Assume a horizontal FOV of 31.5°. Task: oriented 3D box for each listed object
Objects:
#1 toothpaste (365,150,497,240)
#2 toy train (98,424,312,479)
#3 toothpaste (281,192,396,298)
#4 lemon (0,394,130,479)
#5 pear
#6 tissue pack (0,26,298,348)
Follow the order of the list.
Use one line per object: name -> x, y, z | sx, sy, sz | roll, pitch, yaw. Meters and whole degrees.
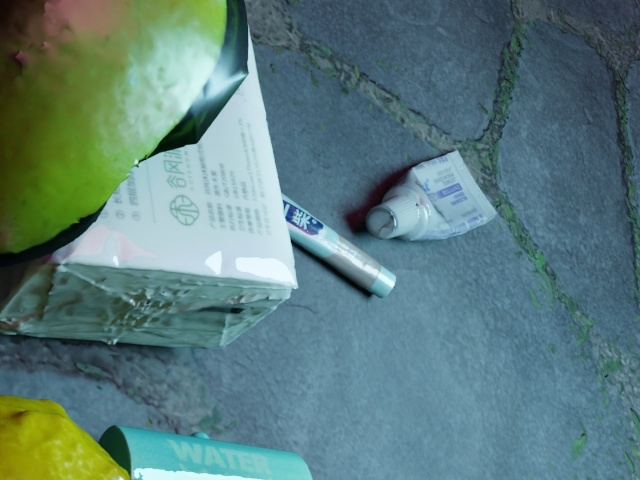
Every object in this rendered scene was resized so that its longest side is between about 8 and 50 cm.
toothpaste -> 0.145, -0.048, 1.477 | 0.282, 0.068, 0.099 | -22, 109, -54
toy train -> -0.101, 0.246, 1.046 | 0.248, 0.101, 0.159 | 18, 39, -35
toothpaste -> 0.000, 0.000, 1.326 | 0.205, 0.036, 0.056 | 35, 45, -17
lemon -> -0.232, 0.243, 0.815 | 0.233, 0.233, 0.288 | -35, 96, -48
pear -> -0.269, -0.185, 0.889 | 0.165, 0.398, 0.399 | 68, 11, -66
tissue pack -> -0.190, -0.091, 1.081 | 0.266, 0.194, 0.357 | 8, 60, -36
